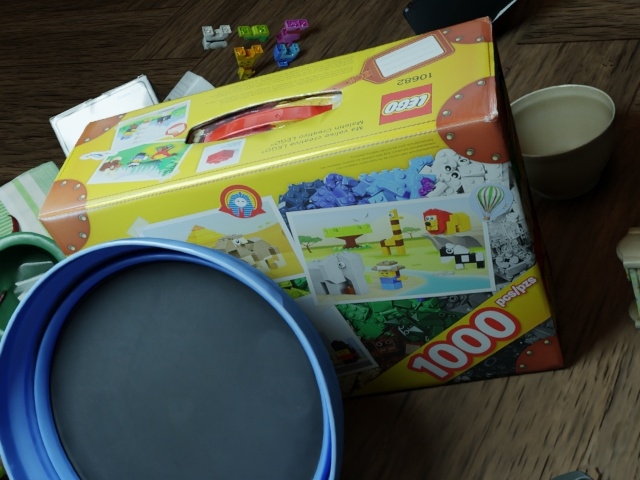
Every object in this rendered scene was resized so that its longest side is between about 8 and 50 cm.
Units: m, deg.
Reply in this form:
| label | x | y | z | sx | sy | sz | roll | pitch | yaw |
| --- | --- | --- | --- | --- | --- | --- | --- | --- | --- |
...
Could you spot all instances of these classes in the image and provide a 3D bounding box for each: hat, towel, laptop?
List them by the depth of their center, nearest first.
| label | x | y | z | sx | sy | sz | roll | pitch | yaw |
| --- | --- | --- | --- | --- | --- | --- | --- | --- | --- |
| hat | -0.476 | 0.066 | 1.496 | 0.173 | 0.208 | 0.183 | 9 | -2 | -6 |
| towel | -0.561 | 0.016 | 1.571 | 0.325 | 0.038 | 0.248 | -33 | 61 | -14 |
| laptop | 0.285 | -0.467 | 1.678 | 0.234 | 0.136 | 0.264 | -41 | 5 | 25 |

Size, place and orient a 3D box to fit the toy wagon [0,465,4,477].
| label | x | y | z | sx | sy | sz | roll | pitch | yaw |
| --- | --- | --- | --- | --- | --- | --- | --- | --- | --- |
| toy wagon | -0.448 | 0.404 | 1.071 | 0.344 | 0.068 | 0.267 | 17 | 54 | 41 |

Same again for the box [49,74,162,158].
| label | x | y | z | sx | sy | sz | roll | pitch | yaw |
| --- | --- | --- | --- | --- | --- | --- | --- | --- | --- |
| box | -0.280 | -0.091 | 1.401 | 0.169 | 0.289 | 0.087 | -26 | -1 | 1 |

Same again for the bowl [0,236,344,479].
| label | x | y | z | sx | sy | sz | roll | pitch | yaw |
| --- | --- | --- | --- | --- | --- | --- | --- | --- | --- |
| bowl | -0.160 | 0.185 | 0.945 | 0.391 | 0.391 | 0.077 | -11 | 6 | 18 |

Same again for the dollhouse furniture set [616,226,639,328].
| label | x | y | z | sx | sy | sz | roll | pitch | yaw |
| --- | --- | --- | --- | --- | --- | --- | --- | --- | --- |
| dollhouse furniture set | 0.396 | -0.017 | 1.011 | 0.101 | 0.181 | 0.161 | -1 | 43 | 29 |

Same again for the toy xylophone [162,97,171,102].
| label | x | y | z | sx | sy | sz | roll | pitch | yaw |
| --- | --- | --- | --- | --- | --- | --- | --- | --- | --- |
| toy xylophone | -0.289 | -0.094 | 1.486 | 0.323 | 0.236 | 0.081 | -32 | -1 | 0 |

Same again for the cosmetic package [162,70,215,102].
| label | x | y | z | sx | sy | sz | roll | pitch | yaw |
| --- | --- | --- | --- | --- | --- | --- | --- | --- | --- |
| cosmetic package | -0.269 | -0.185 | 1.593 | 0.231 | 0.085 | 0.117 | -50 | 24 | -1 |

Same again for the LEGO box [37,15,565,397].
| label | x | y | z | sx | sy | sz | roll | pitch | yaw |
| --- | --- | --- | --- | --- | --- | --- | --- | --- | --- |
| LEGO box | 0.000 | 0.000 | 1.056 | 0.501 | 0.372 | 0.193 | -12 | 39 | 18 |

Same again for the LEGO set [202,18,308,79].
| label | x | y | z | sx | sy | sz | roll | pitch | yaw |
| --- | --- | --- | --- | --- | --- | --- | --- | --- | --- |
| LEGO set | -0.134 | -0.386 | 1.840 | 0.227 | 0.093 | 0.087 | -10 | 68 | -24 |

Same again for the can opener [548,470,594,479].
| label | x | y | z | sx | sy | sz | roll | pitch | yaw |
| --- | --- | --- | --- | --- | --- | --- | --- | --- | --- |
| can opener | 0.152 | 0.316 | 0.853 | 0.280 | 0.074 | 0.093 | -25 | 2 | -3 |

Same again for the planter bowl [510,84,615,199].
| label | x | y | z | sx | sy | sz | roll | pitch | yaw |
| --- | --- | --- | --- | --- | --- | --- | --- | --- | --- |
| planter bowl | 0.332 | -0.126 | 1.240 | 0.162 | 0.109 | 0.162 | -15 | 37 | 12 |
